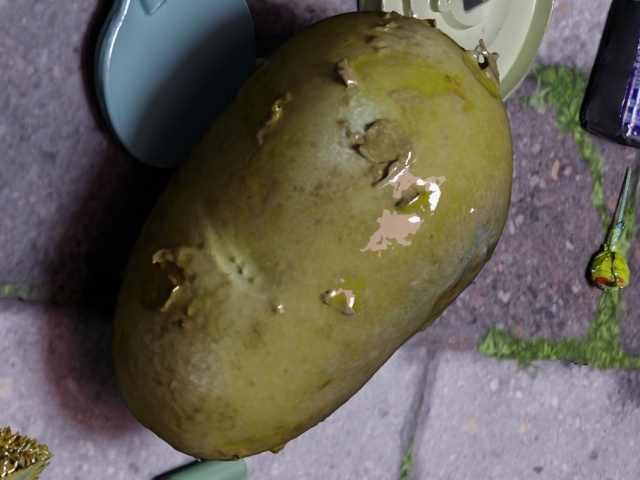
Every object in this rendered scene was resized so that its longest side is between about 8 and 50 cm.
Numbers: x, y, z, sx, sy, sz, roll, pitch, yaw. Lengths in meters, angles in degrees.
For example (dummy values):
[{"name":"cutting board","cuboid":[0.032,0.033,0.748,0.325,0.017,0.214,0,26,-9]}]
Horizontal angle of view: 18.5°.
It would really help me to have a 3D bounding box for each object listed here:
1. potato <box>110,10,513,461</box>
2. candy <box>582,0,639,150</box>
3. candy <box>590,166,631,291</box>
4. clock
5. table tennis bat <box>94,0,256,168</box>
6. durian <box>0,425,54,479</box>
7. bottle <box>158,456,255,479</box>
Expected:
[{"name":"potato","cuboid":[-0.005,-0.003,1.423,0.359,0.219,0.269,-49,164,-19]},{"name":"candy","cuboid":[0.324,-0.238,1.822,0.088,0.061,0.312,16,89,-46]},{"name":"candy","cuboid":[0.285,-0.011,1.875,0.035,0.035,0.123,25,75,-50]},{"name":"clock","cuboid":[0.121,-0.213,1.639,0.235,0.029,0.235,-16,113,-43]},{"name":"table tennis bat","cuboid":[-0.117,-0.158,1.405,0.149,0.038,0.237,-46,135,-25]},{"name":"durian","cuboid":[-0.285,0.194,1.257,0.237,0.138,0.193,11,97,-50]},{"name":"bottle","cuboid":[-0.089,0.186,1.537,0.083,0.030,0.030,-19,115,-42]}]
